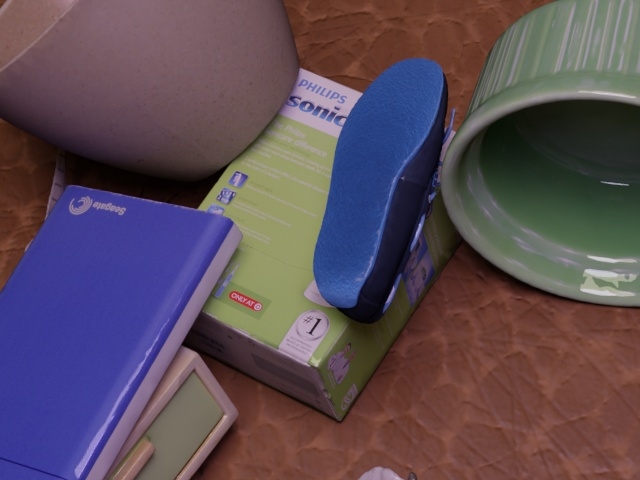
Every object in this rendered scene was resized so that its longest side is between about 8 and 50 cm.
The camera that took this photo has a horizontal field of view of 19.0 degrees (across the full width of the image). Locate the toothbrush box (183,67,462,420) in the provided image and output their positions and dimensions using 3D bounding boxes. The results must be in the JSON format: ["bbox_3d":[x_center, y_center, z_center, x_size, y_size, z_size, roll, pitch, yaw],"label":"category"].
[{"bbox_3d":[0.000,0.000,1.865,0.206,0.122,0.283,24,68,25],"label":"toothbrush box"}]

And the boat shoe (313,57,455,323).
[{"bbox_3d":[0.055,-0.045,1.762,0.109,0.089,0.258,12,67,32],"label":"boat shoe"}]

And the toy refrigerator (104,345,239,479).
[{"bbox_3d":[-0.198,0.222,1.760,0.094,0.102,0.269,19,60,40],"label":"toy refrigerator"}]

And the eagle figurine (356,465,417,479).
[{"bbox_3d":[0.058,0.361,1.596,0.225,0.226,0.298,34,65,7],"label":"eagle figurine"}]

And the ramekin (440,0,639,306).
[{"bbox_3d":[0.272,-0.087,1.757,0.303,0.303,0.148,4,53,16],"label":"ramekin"}]

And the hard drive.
[{"bbox_3d":[-0.231,0.098,1.770,0.210,0.040,0.318,11,61,35],"label":"hard drive"}]

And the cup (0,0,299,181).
[{"bbox_3d":[-0.160,-0.195,1.886,0.331,0.237,0.331,-41,20,19],"label":"cup"}]

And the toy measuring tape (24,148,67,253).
[{"bbox_3d":[-0.313,-0.130,2.034,0.121,0.121,0.330,2,70,14],"label":"toy measuring tape"}]
